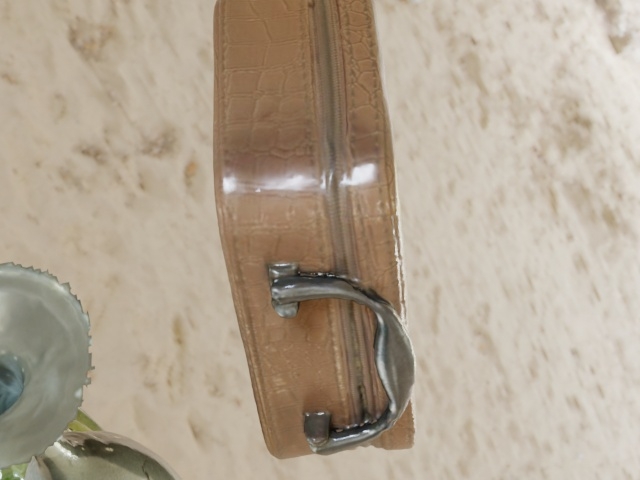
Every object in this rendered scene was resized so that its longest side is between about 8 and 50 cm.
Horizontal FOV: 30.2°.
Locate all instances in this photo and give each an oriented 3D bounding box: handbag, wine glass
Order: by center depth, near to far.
[{"bbox_3d":[-0.079,0.081,0.400,0.198,0.066,0.066,77,2,-61],"label":"wine glass"},{"bbox_3d":[0.000,0.000,0.506,0.151,0.072,0.193,-93,179,-47],"label":"handbag"}]

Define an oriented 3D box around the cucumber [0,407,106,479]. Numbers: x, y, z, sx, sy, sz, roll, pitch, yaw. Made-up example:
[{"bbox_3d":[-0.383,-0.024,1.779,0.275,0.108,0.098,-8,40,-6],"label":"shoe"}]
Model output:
[{"bbox_3d":[-0.225,0.218,0.779,0.134,0.244,0.134,41,-7,6],"label":"cucumber"}]
